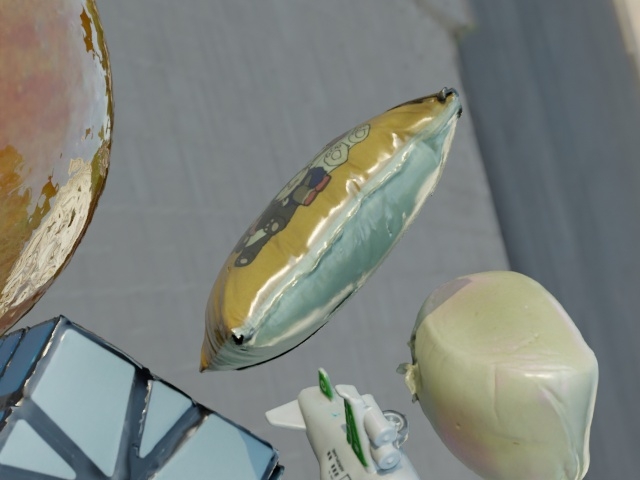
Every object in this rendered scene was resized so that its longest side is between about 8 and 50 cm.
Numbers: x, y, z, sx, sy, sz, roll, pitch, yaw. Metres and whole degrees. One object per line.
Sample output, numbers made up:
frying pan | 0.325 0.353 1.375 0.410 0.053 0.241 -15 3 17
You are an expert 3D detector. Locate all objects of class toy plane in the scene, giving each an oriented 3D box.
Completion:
toy plane | 0.027 0.182 1.485 0.174 0.080 0.174 50 -28 40

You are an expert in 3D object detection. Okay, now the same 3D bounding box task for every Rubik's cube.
Rubik's cube | -0.249 0.272 1.808 0.293 0.283 0.288 31 69 -17

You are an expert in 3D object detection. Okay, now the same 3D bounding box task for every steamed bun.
steamed bun | 0.162 0.136 1.739 0.238 0.153 0.170 -120 -155 -61

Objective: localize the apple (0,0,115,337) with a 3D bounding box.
apple | -0.233 -0.055 0.842 0.301 0.301 0.301 -15 90 -73

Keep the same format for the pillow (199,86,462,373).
pillow | 0.000 0.000 1.705 0.119 0.310 0.312 39 -11 1
